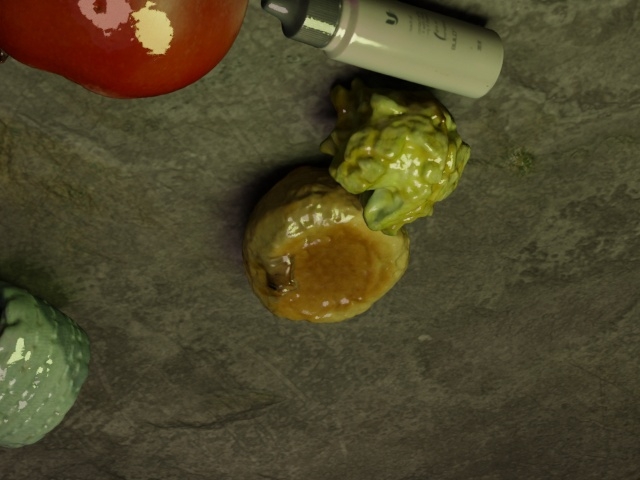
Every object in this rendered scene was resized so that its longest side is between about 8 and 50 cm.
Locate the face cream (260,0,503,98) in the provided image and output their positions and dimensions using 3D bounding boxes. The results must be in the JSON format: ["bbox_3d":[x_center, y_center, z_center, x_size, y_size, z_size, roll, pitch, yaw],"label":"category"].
[{"bbox_3d":[0.069,-0.246,1.869,0.311,0.092,0.092,11,136,-27],"label":"face cream"}]

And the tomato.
[{"bbox_3d":[-0.213,-0.307,1.555,0.321,0.322,0.322,-7,141,-6],"label":"tomato"}]

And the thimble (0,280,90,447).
[{"bbox_3d":[-0.454,0.173,2.163,0.250,0.205,0.172,-28,138,27],"label":"thimble"}]

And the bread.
[{"bbox_3d":[0.000,0.000,2.125,0.244,0.134,0.244,-5,139,-4],"label":"bread"}]

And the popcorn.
[{"bbox_3d":[0.090,-0.117,1.966,0.167,0.185,0.187,-36,136,9],"label":"popcorn"}]
